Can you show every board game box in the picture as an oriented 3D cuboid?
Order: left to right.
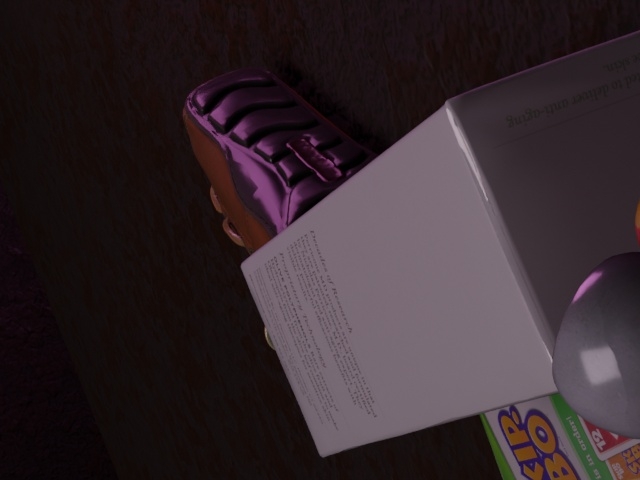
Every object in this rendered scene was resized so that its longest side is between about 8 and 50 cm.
[{"bbox_3d":[0.185,0.156,1.053,0.124,0.039,0.259,70,161,-2],"label":"board game box"}]

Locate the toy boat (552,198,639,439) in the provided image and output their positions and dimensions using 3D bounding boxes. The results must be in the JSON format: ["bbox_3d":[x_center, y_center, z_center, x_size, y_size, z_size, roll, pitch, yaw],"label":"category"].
[{"bbox_3d":[0.233,0.082,0.577,0.318,0.148,0.267,38,163,-12],"label":"toy boat"}]

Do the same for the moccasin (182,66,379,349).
[{"bbox_3d":[-0.003,0.001,1.209,0.380,0.139,0.147,41,152,45],"label":"moccasin"}]

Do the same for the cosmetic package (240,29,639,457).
[{"bbox_3d":[0.109,0.012,0.879,0.155,0.197,0.365,67,157,6],"label":"cosmetic package"}]
